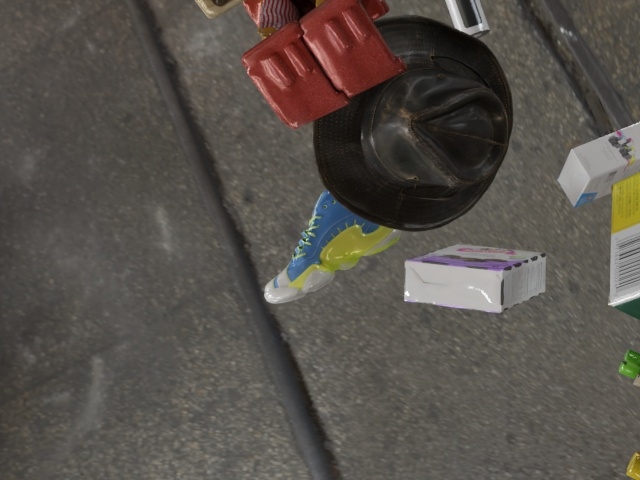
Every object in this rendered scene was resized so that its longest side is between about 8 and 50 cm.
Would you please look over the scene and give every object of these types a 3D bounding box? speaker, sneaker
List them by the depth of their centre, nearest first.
[{"bbox_3d":[0.000,0.000,1.604,0.240,0.091,0.126,-29,82,-11],"label":"sneaker"},{"bbox_3d":[0.241,-0.410,1.747,0.055,0.055,0.136,-19,88,19],"label":"speaker"}]

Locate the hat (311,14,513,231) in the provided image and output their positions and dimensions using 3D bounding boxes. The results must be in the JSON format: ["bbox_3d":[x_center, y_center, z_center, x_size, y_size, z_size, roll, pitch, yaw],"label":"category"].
[{"bbox_3d":[0.158,-0.148,1.406,0.331,0.331,0.134,-59,30,0],"label":"hat"}]

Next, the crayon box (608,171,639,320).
[{"bbox_3d":[0.523,-0.032,1.329,0.318,0.081,0.202,-29,43,51],"label":"crayon box"}]

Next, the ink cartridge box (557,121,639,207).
[{"bbox_3d":[0.485,-0.130,1.656,0.181,0.104,0.061,-21,68,-11],"label":"ink cartridge box"}]

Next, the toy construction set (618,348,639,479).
[{"bbox_3d":[0.465,0.266,1.301,0.237,0.309,0.257,31,115,7],"label":"toy construction set"}]

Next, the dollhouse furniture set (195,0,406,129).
[{"bbox_3d":[-0.067,-0.329,1.128,0.152,0.374,0.201,-28,32,15],"label":"dollhouse furniture set"}]

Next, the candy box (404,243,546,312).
[{"bbox_3d":[0.250,0.057,1.639,0.165,0.196,0.070,5,100,31],"label":"candy box"}]
